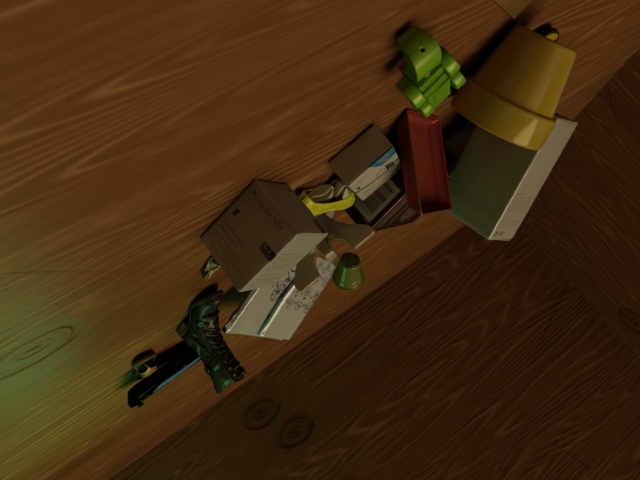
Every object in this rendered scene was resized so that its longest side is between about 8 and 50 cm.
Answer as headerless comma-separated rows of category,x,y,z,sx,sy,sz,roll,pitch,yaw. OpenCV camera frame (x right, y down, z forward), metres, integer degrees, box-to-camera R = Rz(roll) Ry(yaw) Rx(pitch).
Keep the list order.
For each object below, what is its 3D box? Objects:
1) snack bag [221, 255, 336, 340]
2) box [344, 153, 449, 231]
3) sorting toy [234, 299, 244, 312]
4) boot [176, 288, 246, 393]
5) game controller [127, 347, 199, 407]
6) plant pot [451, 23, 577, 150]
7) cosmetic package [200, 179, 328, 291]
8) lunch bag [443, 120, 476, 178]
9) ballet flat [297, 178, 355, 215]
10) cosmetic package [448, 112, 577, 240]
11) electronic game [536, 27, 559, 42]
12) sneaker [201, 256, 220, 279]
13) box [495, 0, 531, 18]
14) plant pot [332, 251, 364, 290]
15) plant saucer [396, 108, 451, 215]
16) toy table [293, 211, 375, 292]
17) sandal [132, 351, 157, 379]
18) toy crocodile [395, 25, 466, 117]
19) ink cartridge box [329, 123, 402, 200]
snack bag,-0.106,0.164,1.766,0.323,0.037,0.342,-55,150,6
box,0.229,-0.145,1.715,0.191,0.143,0.381,-46,162,25
sorting toy,-0.178,0.202,1.963,0.275,0.046,0.132,-20,157,-51
boot,-0.272,0.276,1.582,0.091,0.229,0.263,-25,160,-44
game controller,-0.442,0.396,1.790,0.319,0.067,0.166,-34,180,-41
plant pot,0.490,-0.385,1.440,0.254,0.254,0.239,-18,140,-55
cosmetic package,-0.117,-0.010,1.239,0.184,0.151,0.151,-45,164,19
lunch bag,0.462,-0.290,1.896,0.243,0.115,0.303,-30,164,-19
ballet flat,0.022,-0.111,1.436,0.231,0.077,0.077,-21,151,-46
cosmetic package,0.530,-0.215,1.691,0.156,0.217,0.385,0,123,-47
electronic game,0.574,-0.500,1.646,0.229,0.048,0.229,-36,166,-11
sneaker,-0.250,0.056,1.374,0.083,0.031,0.035,-44,179,35
box,0.432,-0.546,1.204,0.164,0.021,0.201,-46,165,27
plant pot,0.072,0.071,1.490,0.083,0.083,0.079,-33,150,-22
plant saucer,0.267,-0.197,1.519,0.048,0.258,0.259,-7,-177,30
toy table,0.000,0.000,1.548,0.252,0.161,0.274,-42,165,13
sandal,-0.497,0.368,1.673,0.072,0.049,0.180,-29,163,-33
toy crocodile,0.215,-0.334,1.193,0.115,0.105,0.340,-43,170,15
ink cartridge box,0.114,-0.184,1.419,0.140,0.082,0.191,-40,164,7
